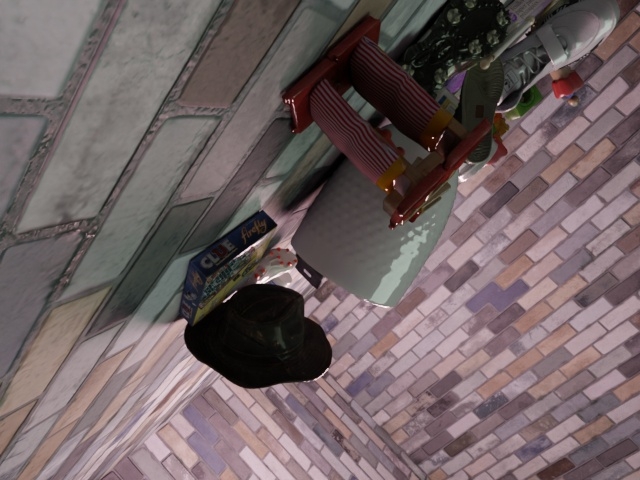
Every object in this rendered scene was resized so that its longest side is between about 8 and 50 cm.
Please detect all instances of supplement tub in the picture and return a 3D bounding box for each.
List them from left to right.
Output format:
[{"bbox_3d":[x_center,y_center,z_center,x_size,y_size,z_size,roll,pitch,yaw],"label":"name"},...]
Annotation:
[{"bbox_3d":[-0.142,0.135,1.422,0.107,0.071,0.071,-49,172,23],"label":"supplement tub"},{"bbox_3d":[0.296,-0.246,1.120,0.144,0.200,0.144,-48,-173,8],"label":"supplement tub"}]

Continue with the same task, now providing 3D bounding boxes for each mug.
[{"bbox_3d":[0.141,-0.073,1.082,0.328,0.276,0.374,-59,176,10],"label":"mug"}]

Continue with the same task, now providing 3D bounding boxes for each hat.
[{"bbox_3d":[-0.117,0.170,1.043,0.331,0.331,0.133,-30,140,-63],"label":"hat"}]

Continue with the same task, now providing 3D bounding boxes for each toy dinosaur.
[{"bbox_3d":[0.702,-0.690,1.476,0.314,0.121,0.160,-37,159,-19],"label":"toy dinosaur"}]

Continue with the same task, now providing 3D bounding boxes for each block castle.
[{"bbox_3d":[0.566,-0.382,1.519,0.453,0.212,0.303,-40,-167,-17],"label":"block castle"}]

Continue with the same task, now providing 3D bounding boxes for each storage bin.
[{"bbox_3d":[-0.017,0.084,1.620,0.084,0.122,0.180,-43,173,-14],"label":"storage bin"}]

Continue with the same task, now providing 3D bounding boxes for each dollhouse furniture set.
[{"bbox_3d":[0.087,-0.120,0.718,0.152,0.201,0.374,-44,171,-3],"label":"dollhouse furniture set"}]

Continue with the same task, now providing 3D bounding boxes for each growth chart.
[{"bbox_3d":[0.279,-0.350,0.904,0.172,0.021,0.237,-42,-160,-9],"label":"growth chart"}]

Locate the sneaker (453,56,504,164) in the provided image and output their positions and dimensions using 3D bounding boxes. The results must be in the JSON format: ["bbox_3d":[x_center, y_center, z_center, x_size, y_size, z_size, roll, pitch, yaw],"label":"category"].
[{"bbox_3d":[0.300,-0.268,0.982,0.118,0.083,0.221,-137,-125,-76],"label":"sneaker"}]

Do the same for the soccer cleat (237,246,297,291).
[{"bbox_3d":[-0.131,0.068,1.156,0.076,0.068,0.196,-44,168,34],"label":"soccer cleat"}]

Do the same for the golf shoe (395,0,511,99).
[{"bbox_3d":[0.197,-0.315,0.799,0.273,0.105,0.120,-41,-168,-13],"label":"golf shoe"}]

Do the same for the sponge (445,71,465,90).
[{"bbox_3d":[0.348,-0.421,1.205,0.117,0.031,0.210,-49,173,33],"label":"sponge"}]

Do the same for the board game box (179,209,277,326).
[{"bbox_3d":[-0.178,0.058,0.898,0.165,0.042,0.243,-40,172,-34],"label":"board game box"}]

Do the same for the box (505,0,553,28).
[{"bbox_3d":[0.533,-0.589,1.171,0.324,0.063,0.067,-42,172,-18],"label":"box"}]

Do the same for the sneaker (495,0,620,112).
[{"bbox_3d":[0.512,-0.426,1.157,0.366,0.137,0.210,-22,-159,52],"label":"sneaker"}]
